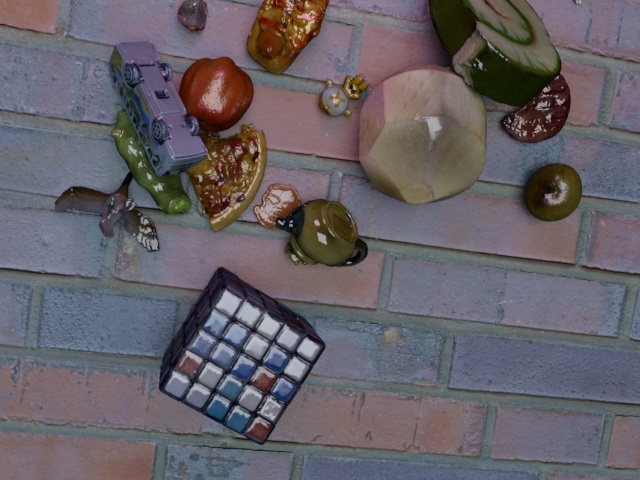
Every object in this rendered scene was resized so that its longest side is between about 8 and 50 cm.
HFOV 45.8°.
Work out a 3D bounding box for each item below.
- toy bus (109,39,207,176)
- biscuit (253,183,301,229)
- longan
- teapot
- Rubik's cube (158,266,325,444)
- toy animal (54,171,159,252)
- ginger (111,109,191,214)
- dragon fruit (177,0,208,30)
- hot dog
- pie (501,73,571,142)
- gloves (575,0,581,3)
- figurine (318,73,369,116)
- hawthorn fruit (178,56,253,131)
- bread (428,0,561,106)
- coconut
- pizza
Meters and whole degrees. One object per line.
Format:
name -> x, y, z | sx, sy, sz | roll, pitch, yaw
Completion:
toy bus -> -0.385, -0.302, 1.762 | 0.109, 0.136, 0.330 | -16, 72, -40
biscuit -> -0.109, -0.088, 1.955 | 0.102, 0.019, 0.130 | 44, 87, -13
longan -> 0.613, -0.128, 2.002 | 0.145, 0.176, 0.155 | 0, 88, 26
teapot -> 0.000, 0.000, 1.928 | 0.182, 0.173, 0.269 | -33, 132, 30
Rubik's cube -> -0.197, 0.270, 1.846 | 0.287, 0.292, 0.293 | 32, 89, -13
toy animal -> -0.479, -0.089, 1.837 | 0.272, 0.160, 0.197 | 30, 89, -19
ginger -> -0.410, -0.186, 1.842 | 0.290, 0.089, 0.137 | 51, 46, -9
dragon fruit -> -0.313, -0.548, 1.849 | 0.060, 0.056, 0.083 | 6, 89, 12
hot dog -> -0.074, -0.537, 1.840 | 0.150, 0.153, 0.257 | 31, 91, -12
pie -> 0.567, -0.369, 2.025 | 0.204, 0.054, 0.219 | 4, 94, -10
gloves -> 0.692, -0.670, 2.016 | 0.044, 0.037, 0.081 | 18, 112, 24
figurine -> 0.062, -0.367, 1.931 | 0.143, 0.068, 0.101 | -12, 94, -21
hawthorn fruit -> -0.254, -0.349, 1.818 | 0.189, 0.189, 0.189 | -1, 97, -10
bread -> 0.412, -0.494, 1.835 | 0.366, 0.382, 0.129 | 40, 132, -8
coconut -> 0.253, -0.241, 1.860 | 0.352, 0.352, 0.353 | -1, 97, -10
pizza -> -0.255, -0.176, 1.888 | 0.228, 0.081, 0.289 | 28, 93, -11
